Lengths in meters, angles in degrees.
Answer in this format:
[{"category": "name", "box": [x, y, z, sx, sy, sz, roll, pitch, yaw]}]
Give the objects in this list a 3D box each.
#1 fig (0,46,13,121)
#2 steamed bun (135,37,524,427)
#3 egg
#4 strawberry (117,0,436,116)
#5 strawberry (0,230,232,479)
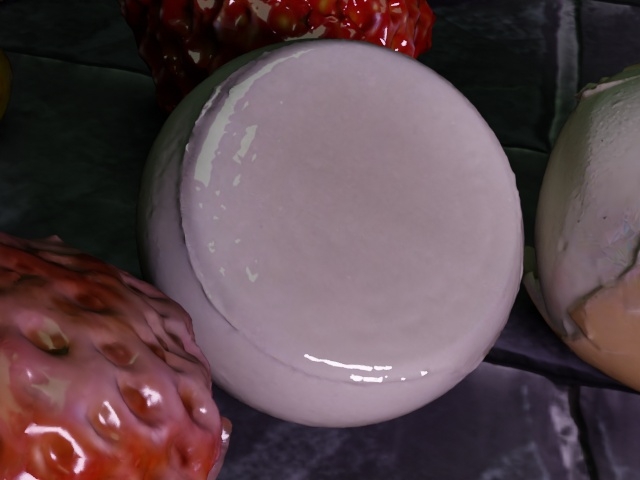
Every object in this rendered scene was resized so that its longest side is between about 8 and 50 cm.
[{"category": "fig", "box": [-0.253, -0.100, 1.081, 0.082, 0.098, 0.084, -22, -6, 16]}, {"category": "steamed bun", "box": [0.000, 0.000, 0.922, 0.232, 0.145, 0.231, 5, 73, -16]}, {"category": "egg", "box": [0.239, 0.004, 0.938, 0.244, 0.201, 0.201, 31, 43, 11]}, {"category": "strawberry", "box": [-0.027, -0.103, 1.075, 0.234, 0.234, 0.178, 3, 69, -6]}, {"category": "strawberry", "box": [-0.193, 0.054, 0.739, 0.336, 0.149, 0.265, 30, 25, -23]}]
